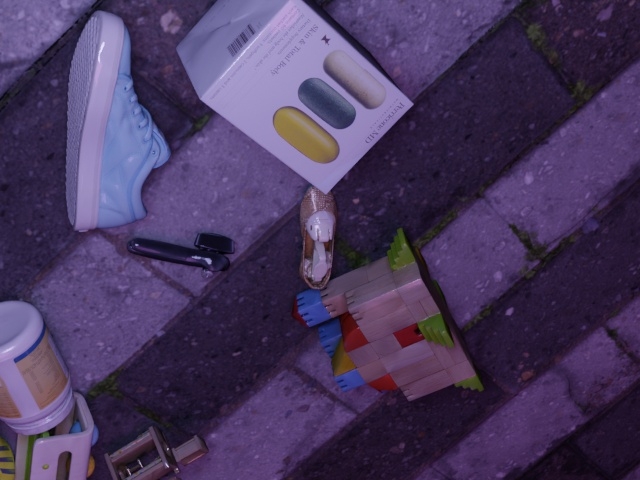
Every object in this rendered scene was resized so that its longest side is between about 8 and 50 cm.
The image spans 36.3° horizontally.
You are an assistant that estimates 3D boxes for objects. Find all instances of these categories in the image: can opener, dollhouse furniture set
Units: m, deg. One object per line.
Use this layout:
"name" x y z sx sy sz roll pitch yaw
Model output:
"can opener" -0.240 0.022 1.678 0.186 0.073 0.059 7 159 -20
"dollhouse furniture set" -0.301 0.426 1.919 0.182 0.101 0.161 -31 152 1

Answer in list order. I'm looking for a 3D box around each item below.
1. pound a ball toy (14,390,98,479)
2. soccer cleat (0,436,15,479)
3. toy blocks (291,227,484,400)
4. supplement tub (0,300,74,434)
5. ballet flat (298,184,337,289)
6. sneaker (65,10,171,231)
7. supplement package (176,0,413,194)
"pound a ball toy" -0.472 0.463 1.786 0.136 0.208 0.319 -4 123 -28
"soccer cleat" -0.607 0.361 1.724 0.093 0.121 0.289 -12 126 -12
"toy blocks" 0.117 0.184 1.853 0.261 0.191 0.381 -24 127 12
"supplement tub" -0.508 0.217 1.647 0.144 0.144 0.199 -19 127 -7
"ballet flat" 0.000 0.000 1.732 0.073 0.067 0.206 -8 124 -13
"sneaker" -0.300 -0.178 1.479 0.150 0.135 0.366 -5 133 -26
"supplement package" -0.041 -0.249 1.468 0.199 0.198 0.263 -46 126 12
